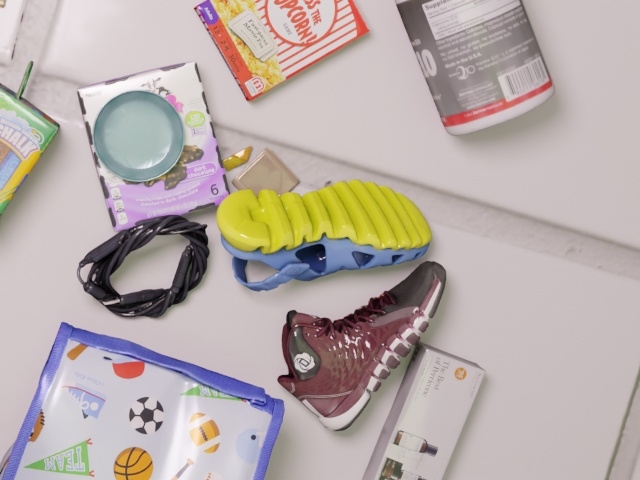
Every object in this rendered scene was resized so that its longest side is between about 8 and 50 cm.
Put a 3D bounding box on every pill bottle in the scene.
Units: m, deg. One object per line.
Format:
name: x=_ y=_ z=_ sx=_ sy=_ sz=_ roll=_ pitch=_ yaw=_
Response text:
pill bottle: x=0.195 y=-0.300 z=1.668 sx=0.161 sy=0.161 sz=0.283 roll=-24 pitch=100 yaw=-7

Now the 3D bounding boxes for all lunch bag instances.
lunch bag: x=-0.257 y=0.328 z=1.626 sx=0.328 sy=0.239 sz=0.385 roll=20 pitch=100 yaw=-10

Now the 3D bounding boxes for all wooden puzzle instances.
wooden puzzle: x=-0.077 y=-0.084 z=1.720 sx=0.078 sy=0.014 sz=0.116 roll=-37 pitch=101 yaw=0

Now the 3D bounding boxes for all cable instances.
cable: x=-0.223 y=0.037 z=1.656 sx=0.184 sy=0.047 sz=0.150 roll=-32 pitch=130 yaw=5

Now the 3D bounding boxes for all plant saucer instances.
plant saucer: x=-0.237 y=-0.137 z=1.606 sx=0.119 sy=0.021 sz=0.119 roll=-1 pitch=98 yaw=-10

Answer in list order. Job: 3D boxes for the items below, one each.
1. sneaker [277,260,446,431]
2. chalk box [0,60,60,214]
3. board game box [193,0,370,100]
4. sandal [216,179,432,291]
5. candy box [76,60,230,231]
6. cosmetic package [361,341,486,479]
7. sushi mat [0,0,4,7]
sneaker: x=0.043 y=0.116 z=1.720 sx=0.162 sy=0.106 sz=0.281 roll=35 pitch=90 yaw=-9
chalk box: x=-0.420 y=-0.135 z=1.591 sx=0.132 sy=0.132 sz=0.213 roll=35 pitch=91 yaw=-12
board game box: x=-0.052 y=-0.301 z=1.681 sx=0.193 sy=0.045 sz=0.147 roll=-32 pitch=101 yaw=-5
sandal: x=0.000 y=0.000 z=1.703 sx=0.317 sy=0.126 sz=0.138 roll=0 pitch=136 yaw=-19
candy box: x=-0.224 y=-0.128 z=1.657 sx=0.165 sy=0.070 sz=0.196 roll=-15 pitch=100 yaw=-8
cosmetic package: x=0.146 y=0.276 z=1.778 sx=0.099 sy=0.060 sz=0.239 roll=21 pitch=93 yaw=-13
sushi mat: x=-0.554 y=-0.405 z=1.591 sx=0.316 sy=0.019 sz=0.151 roll=9 pitch=94 yaw=-12
